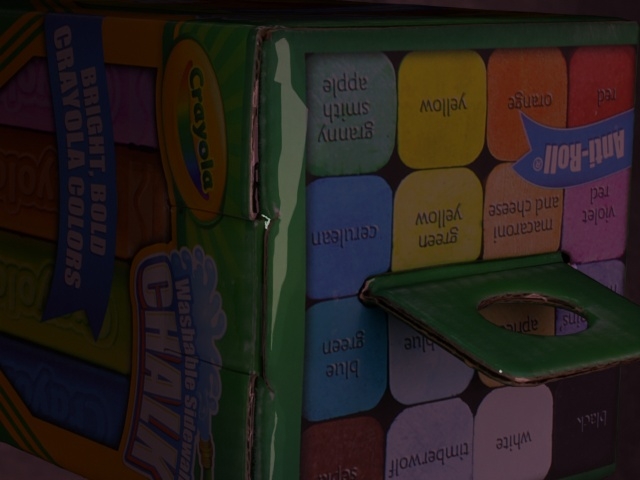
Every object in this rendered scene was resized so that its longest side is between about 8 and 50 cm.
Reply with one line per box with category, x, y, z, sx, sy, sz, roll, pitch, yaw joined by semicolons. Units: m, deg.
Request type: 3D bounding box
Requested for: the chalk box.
chalk box;0.000;0.000;0.666;0.180;0.289;0.179;-6;101;-40
